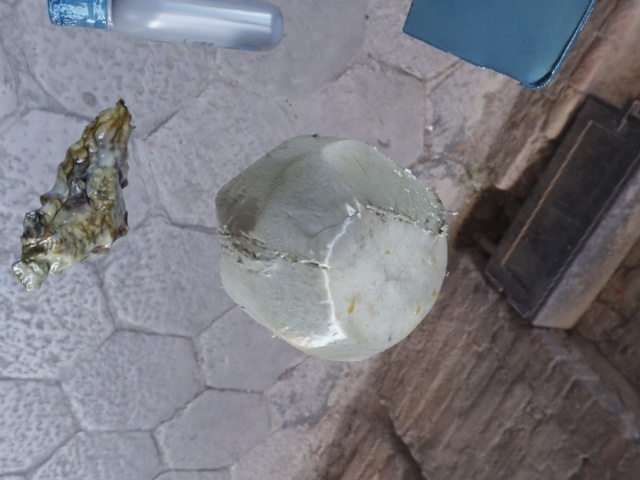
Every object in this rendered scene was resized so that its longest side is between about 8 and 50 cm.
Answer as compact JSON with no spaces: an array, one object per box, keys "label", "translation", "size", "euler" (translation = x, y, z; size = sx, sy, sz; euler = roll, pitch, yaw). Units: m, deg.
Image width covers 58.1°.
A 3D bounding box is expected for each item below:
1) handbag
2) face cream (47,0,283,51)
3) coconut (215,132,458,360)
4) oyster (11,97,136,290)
[{"label":"handbag","translation":[0.159,-0.240,0.431],"size":[0.057,0.144,0.221],"euler":[-49,163,-49]},{"label":"face cream","translation":[-0.234,-0.346,0.886],"size":[0.336,0.163,0.080],"euler":[-1,109,-21]},{"label":"coconut","translation":[0.000,0.000,0.909],"size":[0.346,0.360,0.347],"euler":[-9,108,-31]},{"label":"oyster","translation":[-0.325,-0.052,0.832],"size":[0.107,0.355,0.201],"euler":[23,136,-8]}]
